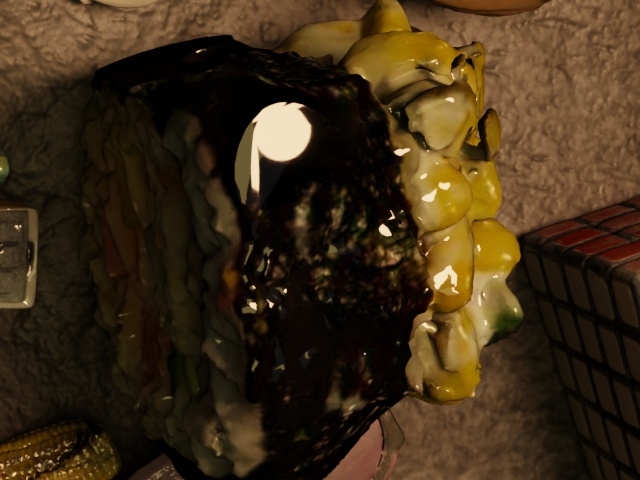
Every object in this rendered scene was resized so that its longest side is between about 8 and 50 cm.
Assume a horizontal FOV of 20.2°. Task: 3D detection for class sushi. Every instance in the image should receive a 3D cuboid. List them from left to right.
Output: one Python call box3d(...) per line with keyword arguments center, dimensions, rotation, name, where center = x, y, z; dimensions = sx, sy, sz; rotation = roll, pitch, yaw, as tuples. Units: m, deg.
box3d(center=(0.000, 0.000, 1.281), dimensions=(0.285, 0.328, 0.328), rotation=(-11, 99, -24), name="sushi")

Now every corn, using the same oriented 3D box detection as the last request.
box3d(center=(-0.250, 0.193, 1.367), dimensions=(0.203, 0.072, 0.072), rotation=(-22, 103, -11), name="corn")

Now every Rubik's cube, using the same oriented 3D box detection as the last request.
box3d(center=(0.326, 0.083, 1.415), dimensions=(0.237, 0.238, 0.236), rotation=(-18, 100, -10), name="Rubik's cube")

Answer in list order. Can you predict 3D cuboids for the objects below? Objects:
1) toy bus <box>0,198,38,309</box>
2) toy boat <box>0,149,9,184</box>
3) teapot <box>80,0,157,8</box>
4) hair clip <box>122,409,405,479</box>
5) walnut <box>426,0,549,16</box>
box3d(center=(-0.342, 0.004, 1.297), dimensions=(0.268, 0.106, 0.092), rotation=(1, 97, -17), name="toy bus")
box3d(center=(-0.362, -0.082, 1.276), dimensions=(0.276, 0.111, 0.084), rotation=(0, 92, -14), name="toy boat")
box3d(center=(-0.179, -0.300, 1.271), dimensions=(0.166, 0.208, 0.299), rotation=(-7, 116, 21), name="teapot")
box3d(center=(-0.095, 0.205, 1.404), dimensions=(0.359, 0.095, 0.110), rotation=(-23, 86, -14), name="hair clip")
box3d(center=(0.138, -0.299, 1.317), dimensions=(0.227, 0.273, 0.273), rotation=(-18, 105, -49), name="walnut")
